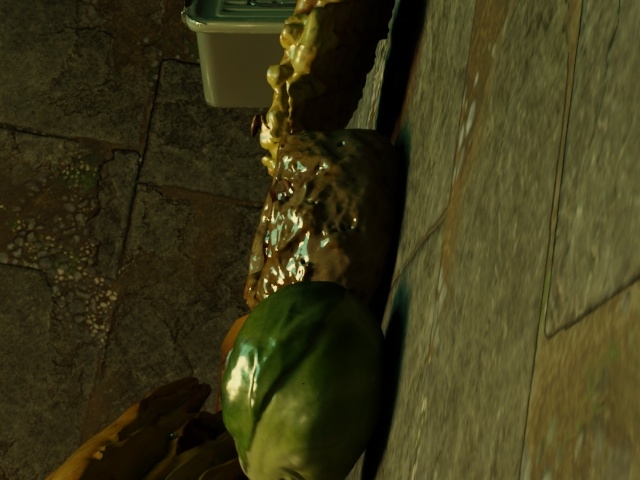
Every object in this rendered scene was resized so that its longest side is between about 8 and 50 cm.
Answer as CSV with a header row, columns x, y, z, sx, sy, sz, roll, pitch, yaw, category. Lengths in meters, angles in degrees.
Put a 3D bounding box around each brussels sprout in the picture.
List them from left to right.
x,y,z,sx,sy,sz,roll,pitch,yaw,category
-0.014,0.122,1.323,0.145,0.131,0.183,80,-155,-88,brussels sprout

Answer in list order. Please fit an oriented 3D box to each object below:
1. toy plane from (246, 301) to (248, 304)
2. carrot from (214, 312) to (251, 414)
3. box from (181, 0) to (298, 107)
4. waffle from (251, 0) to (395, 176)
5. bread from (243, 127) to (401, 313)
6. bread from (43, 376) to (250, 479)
x,y,z,sx,sy,sz,roll,pitch,yaw,category
-0.028,0.092,1.777,0.326,0.104,0.222,101,179,-69,toy plane
-0.085,0.245,2.089,0.114,0.114,0.301,113,163,-71,carrot
-0.052,-0.257,2.083,0.163,0.243,0.135,-88,-2,-56,box
0.015,-0.200,1.638,0.325,0.068,0.302,92,-157,-58,waffle
0.000,0.000,1.510,0.230,0.123,0.230,-168,90,-88,bread
-0.191,0.286,1.553,0.370,0.191,0.314,-37,1,32,bread
